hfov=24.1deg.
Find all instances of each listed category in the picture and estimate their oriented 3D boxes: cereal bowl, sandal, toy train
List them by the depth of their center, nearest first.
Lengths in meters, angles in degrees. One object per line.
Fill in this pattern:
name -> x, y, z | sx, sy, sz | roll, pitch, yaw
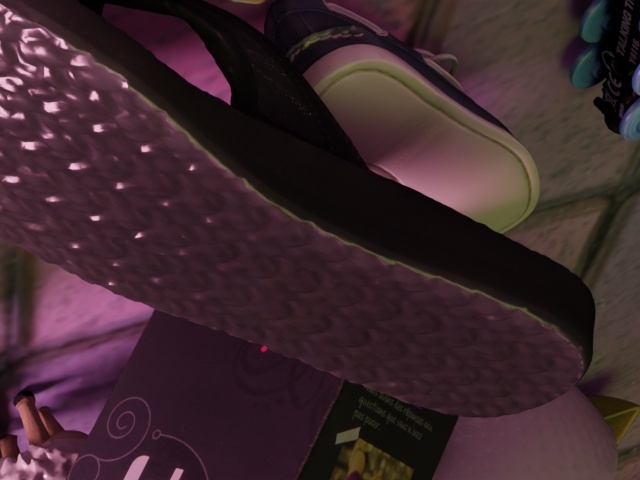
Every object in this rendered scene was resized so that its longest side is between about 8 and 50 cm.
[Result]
sandal -> -0.049, -0.035, 0.769 | 0.446, 0.107, 0.167 | 28, 141, -28
toy train -> 0.219, -0.138, 0.932 | 0.105, 0.080, 0.184 | -29, 149, -15
cereal bowl -> 0.044, 0.188, 1.104 | 0.339, 0.141, 0.339 | -36, -172, 6

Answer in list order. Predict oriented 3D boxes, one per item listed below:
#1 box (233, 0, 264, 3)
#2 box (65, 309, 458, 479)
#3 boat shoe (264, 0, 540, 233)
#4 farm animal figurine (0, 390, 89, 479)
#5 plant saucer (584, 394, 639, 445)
box -> -0.054, -0.194, 0.610 | 0.130, 0.091, 0.170 | -1, 139, -38
box -> -0.054, 0.173, 0.925 | 0.143, 0.165, 0.270 | 47, 62, -48
boat shoe -> 0.049, -0.066, 0.889 | 0.095, 0.079, 0.254 | -40, 145, 19
farm animal figurine -> -0.217, 0.289, 1.078 | 0.327, 0.172, 0.330 | -34, 149, 5
plant saucer -> 0.193, 0.218, 1.443 | 0.188, 0.045, 0.188 | -14, 145, -25
